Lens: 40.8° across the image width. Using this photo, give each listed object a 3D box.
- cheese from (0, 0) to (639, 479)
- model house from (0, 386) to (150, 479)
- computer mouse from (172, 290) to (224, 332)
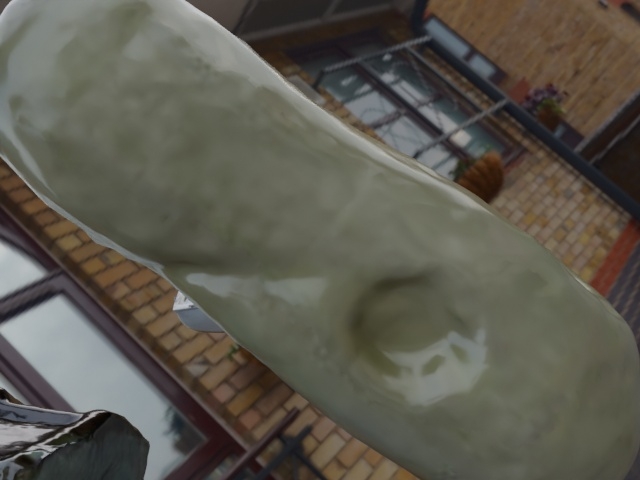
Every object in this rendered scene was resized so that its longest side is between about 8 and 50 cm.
[{"bbox_3d":[0.000,0.000,0.514,0.129,0.351,0.328,-56,3,0],"label":"cheese"},{"bbox_3d":[-0.173,0.121,0.386,0.165,0.152,0.106,7,-87,-81],"label":"model house"},{"bbox_3d":[-0.092,0.050,0.954,0.199,0.045,0.102,-12,48,49],"label":"computer mouse"}]
